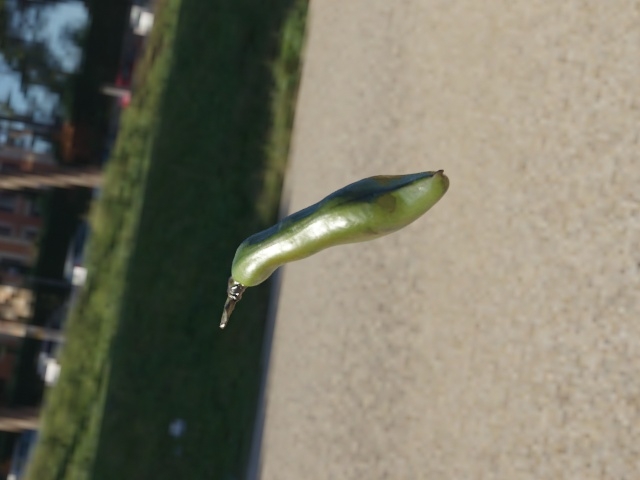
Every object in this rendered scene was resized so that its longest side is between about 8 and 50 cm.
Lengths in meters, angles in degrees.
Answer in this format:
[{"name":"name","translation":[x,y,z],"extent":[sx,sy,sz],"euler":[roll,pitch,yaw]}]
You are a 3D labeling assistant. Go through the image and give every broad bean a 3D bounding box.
[{"name":"broad bean","translation":[-0.001,-0.008,1.614],"extent":[0.325,0.075,0.067],"euler":[-25,33,35]}]
